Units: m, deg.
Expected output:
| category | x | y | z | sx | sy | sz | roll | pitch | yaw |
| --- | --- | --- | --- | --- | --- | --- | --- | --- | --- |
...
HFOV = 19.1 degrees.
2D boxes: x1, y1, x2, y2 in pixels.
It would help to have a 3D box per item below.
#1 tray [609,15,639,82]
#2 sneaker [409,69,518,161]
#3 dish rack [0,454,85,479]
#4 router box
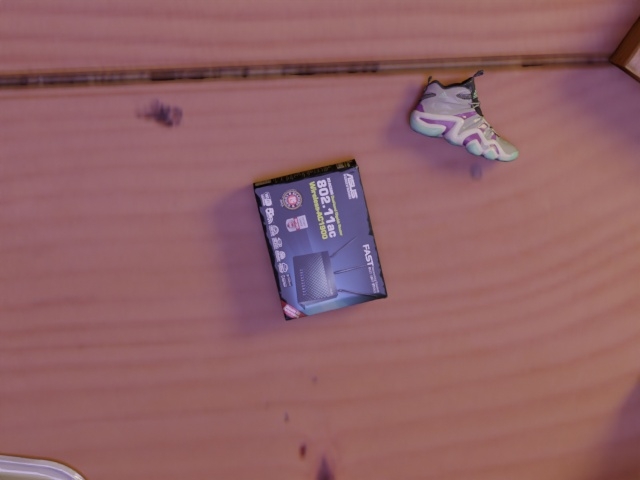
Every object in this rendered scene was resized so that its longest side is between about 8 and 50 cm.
| category | x | y | z | sx | sy | sz | roll | pitch | yaw |
| --- | --- | --- | --- | --- | --- | --- | --- | --- | --- |
| tray | 0.448 | -0.259 | 1.588 | 0.203 | 0.076 | 0.411 | 34 | 98 | -8 |
| sneaker | 0.131 | -0.110 | 1.616 | 0.098 | 0.038 | 0.069 | 20 | 99 | -6 |
| dish rack | -0.348 | 0.350 | 1.659 | 0.285 | 0.072 | 0.333 | 6 | 101 | -5 |
| router box | 0.000 | 0.000 | 1.629 | 0.092 | 0.038 | 0.122 | -14 | 100 | -1 |
